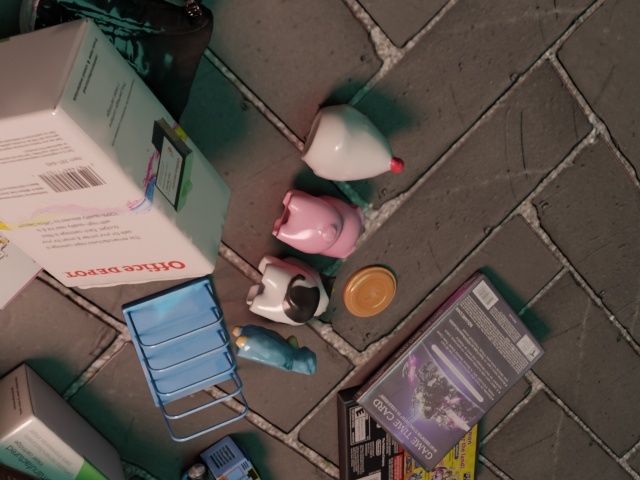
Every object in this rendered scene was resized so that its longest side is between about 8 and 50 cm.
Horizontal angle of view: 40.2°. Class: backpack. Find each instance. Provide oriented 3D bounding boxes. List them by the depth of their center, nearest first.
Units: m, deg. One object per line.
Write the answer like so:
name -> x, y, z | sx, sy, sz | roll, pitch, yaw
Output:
backpack -> -0.220, -0.211, 0.918 | 0.182, 0.115, 0.152 | 14, 95, -33

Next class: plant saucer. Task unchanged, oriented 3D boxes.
plant saucer -> 0.073, 0.075, 1.271 | 0.083, 0.013, 0.083 | -11, 120, -19

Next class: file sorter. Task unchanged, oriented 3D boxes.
file sorter -> -0.171, 0.158, 1.147 | 0.118, 0.104, 0.170 | -20, 122, -15

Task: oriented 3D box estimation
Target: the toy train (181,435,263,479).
toy train -> -0.131, 0.383, 1.305 | 0.105, 0.080, 0.184 | -32, 125, -13

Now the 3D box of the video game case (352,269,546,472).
video game case -> 0.206, 0.207, 1.361 | 0.274, 0.026, 0.196 | -44, 116, -4

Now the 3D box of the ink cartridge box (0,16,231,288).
ink cartridge box -> -0.247, -0.072, 0.891 | 0.201, 0.117, 0.278 | -6, 146, 24

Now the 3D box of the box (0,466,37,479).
box -> -0.352, 0.400, 1.024 | 0.381, 0.143, 0.191 | 35, 99, -38

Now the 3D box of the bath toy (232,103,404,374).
bath toy -> 0.000, 0.000, 1.124 | 0.129, 0.151, 0.348 | 19, 100, -10

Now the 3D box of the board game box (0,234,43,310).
board game box -> -0.435, 0.020, 0.869 | 0.316, 0.064, 0.242 | -53, 134, -37

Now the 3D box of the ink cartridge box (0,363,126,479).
ink cartridge box -> -0.424, 0.331, 1.112 | 0.289, 0.121, 0.211 | -36, 125, -3

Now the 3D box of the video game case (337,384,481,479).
video game case -> 0.148, 0.332, 1.433 | 0.248, 0.035, 0.275 | -13, 120, -18
